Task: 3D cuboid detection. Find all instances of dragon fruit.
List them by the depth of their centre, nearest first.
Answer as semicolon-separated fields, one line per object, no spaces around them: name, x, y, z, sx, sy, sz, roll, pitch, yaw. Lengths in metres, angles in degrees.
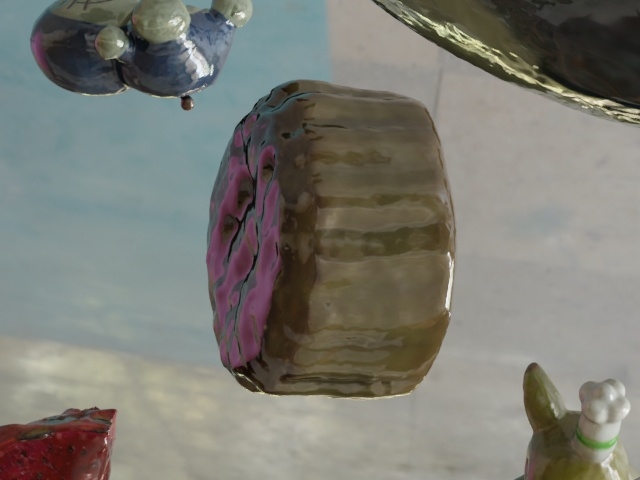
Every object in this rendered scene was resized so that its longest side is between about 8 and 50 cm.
dragon fruit;-0.278;0.257;1.430;0.134;0.262;0.211;17;-169;3

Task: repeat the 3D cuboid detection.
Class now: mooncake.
mooncake;0.000;0.000;1.293;0.161;0.290;0.290;2;162;-18

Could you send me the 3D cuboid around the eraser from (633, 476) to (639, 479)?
eraser;0.251;0.291;1.232;0.174;0.270;0.094;32;146;64

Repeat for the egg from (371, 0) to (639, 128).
egg;0.158;-0.216;0.589;0.428;0.345;0.345;14;160;4

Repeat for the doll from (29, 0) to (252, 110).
doll;-0.236;-0.253;1.819;0.258;0.154;0.228;15;-156;28

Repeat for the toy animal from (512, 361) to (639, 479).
toy animal;0.291;0.290;1.693;0.181;0.180;0.363;26;159;42
